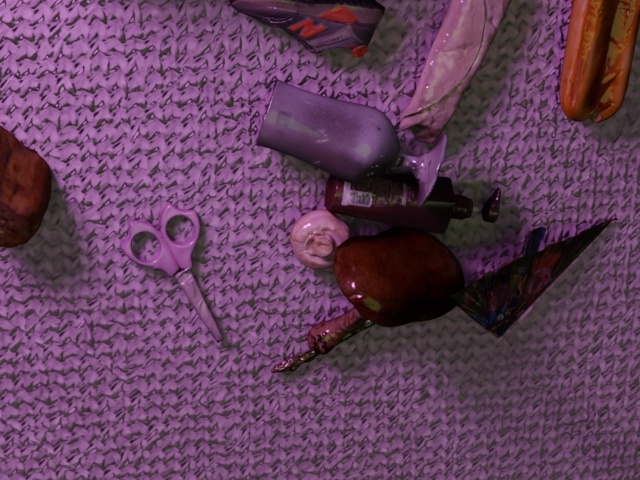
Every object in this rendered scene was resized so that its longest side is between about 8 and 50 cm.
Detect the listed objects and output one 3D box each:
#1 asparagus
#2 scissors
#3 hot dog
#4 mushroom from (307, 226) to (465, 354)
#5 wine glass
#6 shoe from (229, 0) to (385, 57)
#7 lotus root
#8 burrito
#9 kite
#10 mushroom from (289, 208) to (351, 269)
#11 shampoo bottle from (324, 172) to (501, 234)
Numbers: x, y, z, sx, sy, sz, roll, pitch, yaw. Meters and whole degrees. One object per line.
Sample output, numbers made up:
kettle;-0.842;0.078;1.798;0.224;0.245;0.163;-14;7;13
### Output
asparagus;0.035;0.134;1.668;0.233;0.022;0.023;-28;129;1
scissors;-0.182;0.051;1.594;0.110;0.021;0.212;-27;114;-2
hot dog;0.366;-0.275;1.537;0.100;0.068;0.249;-3;115;-23
mushroom;0.068;0.083;1.606;0.227;0.148;0.217;-1;147;-41
wine glass;0.038;-0.127;1.502;0.231;0.103;0.103;20;107;-5
shoe;-0.019;-0.273;1.469;0.195;0.074;0.077;4;116;-14
lotus root;-0.385;-0.061;1.468;0.095;0.135;0.159;-7;126;-9
burrito;0.175;-0.252;1.517;0.082;0.059;0.275;19;108;-21
kite;0.284;0.063;1.641;0.321;0.016;0.234;-21;142;-28
mushroom;0.000;0.000;1.582;0.084;0.067;0.083;-1;111;-2
shampoo bottle;0.126;-0.055;1.585;0.236;0.067;0.068;8;121;-14
